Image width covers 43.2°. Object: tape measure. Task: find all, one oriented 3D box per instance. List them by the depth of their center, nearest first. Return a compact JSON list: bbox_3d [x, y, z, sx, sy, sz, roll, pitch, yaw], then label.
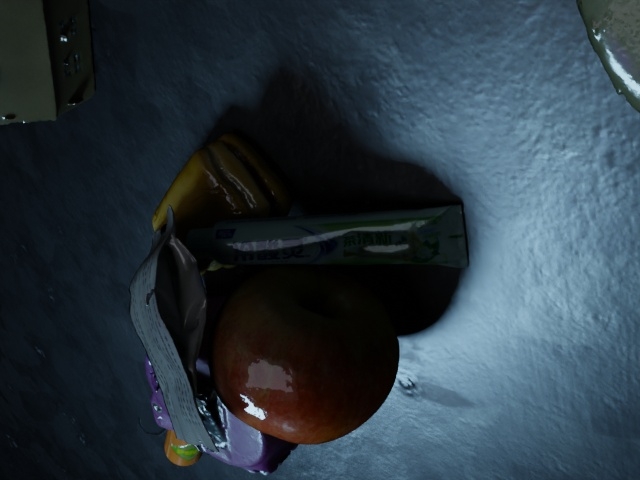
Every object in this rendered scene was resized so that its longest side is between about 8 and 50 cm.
[{"bbox_3d":[-0.126,0.198,1.072,0.232,0.149,0.245,21,133,32],"label":"tape measure"}]

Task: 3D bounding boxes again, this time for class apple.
[{"bbox_3d":[-0.017,0.120,0.865,0.209,0.209,0.164,32,123,19],"label":"apple"}]

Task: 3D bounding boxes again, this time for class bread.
[{"bbox_3d":[-0.121,-0.034,0.942,0.116,0.077,0.200,54,141,5],"label":"bread"}]

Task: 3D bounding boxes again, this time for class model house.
[{"bbox_3d":[-0.405,-0.218,0.905,0.176,0.248,0.180,32,137,20],"label":"model house"}]

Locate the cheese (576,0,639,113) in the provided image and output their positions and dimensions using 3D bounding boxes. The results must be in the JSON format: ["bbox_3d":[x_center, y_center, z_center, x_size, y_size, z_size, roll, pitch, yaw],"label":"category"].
[{"bbox_3d":[0.267,-0.149,0.469,0.203,0.091,0.175,-17,109,47],"label":"cheese"}]

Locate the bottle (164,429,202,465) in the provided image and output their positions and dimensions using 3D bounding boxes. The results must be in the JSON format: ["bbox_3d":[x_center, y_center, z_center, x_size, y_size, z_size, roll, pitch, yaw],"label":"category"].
[{"bbox_3d":[-0.211,0.293,1.296,0.069,0.069,0.187,35,139,16],"label":"bottle"}]

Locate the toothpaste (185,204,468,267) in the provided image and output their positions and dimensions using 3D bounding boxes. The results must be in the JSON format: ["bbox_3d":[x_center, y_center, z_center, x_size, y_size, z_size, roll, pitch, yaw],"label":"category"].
[{"bbox_3d":[0.000,0.000,0.825,0.297,0.048,0.074,-1,124,20],"label":"toothpaste"}]

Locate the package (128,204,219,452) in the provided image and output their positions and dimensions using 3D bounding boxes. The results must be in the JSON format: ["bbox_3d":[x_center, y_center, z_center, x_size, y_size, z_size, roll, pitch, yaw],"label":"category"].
[{"bbox_3d":[-0.168,0.102,0.887,0.204,0.062,0.250,154,108,-70],"label":"package"}]
